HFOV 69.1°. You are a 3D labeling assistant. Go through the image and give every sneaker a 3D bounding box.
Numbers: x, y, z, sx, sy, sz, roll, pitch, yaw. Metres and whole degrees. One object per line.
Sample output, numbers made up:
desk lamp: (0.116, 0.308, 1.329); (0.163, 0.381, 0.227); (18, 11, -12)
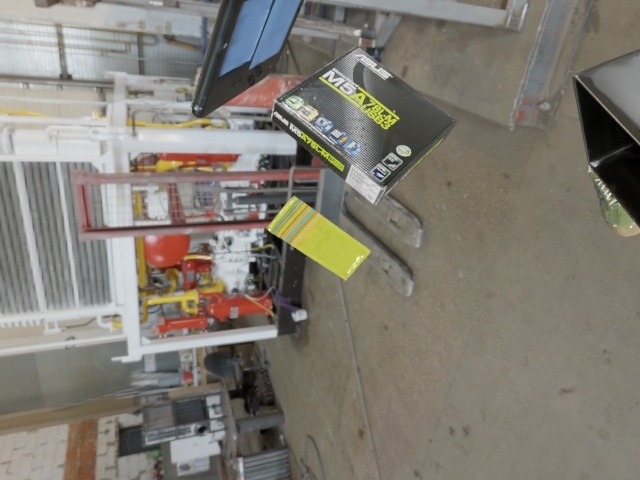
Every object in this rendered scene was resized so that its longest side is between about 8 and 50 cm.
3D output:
sneaker: (0.493, -0.096, 0.791); (0.064, 0.086, 0.192); (-28, 27, 38)

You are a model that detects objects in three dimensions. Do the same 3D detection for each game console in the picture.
game console: (-0.129, -0.468, 0.995); (0.387, 0.060, 0.342); (-54, 4, 45)

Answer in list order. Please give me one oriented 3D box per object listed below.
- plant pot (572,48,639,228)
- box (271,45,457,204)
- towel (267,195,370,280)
plant pot: (0.410, -0.111, 0.497); (0.166, 0.187, 0.188); (-29, 50, 19)
box: (0.062, -0.165, 0.636); (0.190, 0.184, 0.045); (41, 152, 11)
towel: (0.000, 0.000, 1.077); (0.102, 0.237, 0.021); (-49, 23, 17)
